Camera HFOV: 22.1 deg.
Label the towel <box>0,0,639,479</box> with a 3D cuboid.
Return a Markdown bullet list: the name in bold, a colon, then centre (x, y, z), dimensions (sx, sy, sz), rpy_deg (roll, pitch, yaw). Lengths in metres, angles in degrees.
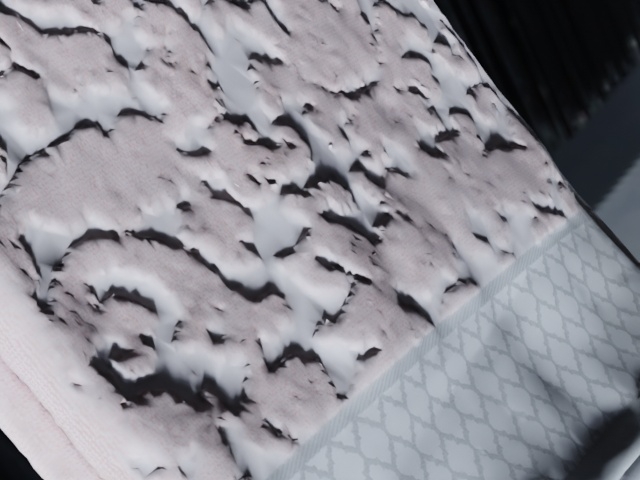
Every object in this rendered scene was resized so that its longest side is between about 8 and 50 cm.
- **towel**: centre (0.000, 0.000, 0.637), dimensions (0.053, 0.317, 0.332), rpy_deg (-44, -7, 38)
